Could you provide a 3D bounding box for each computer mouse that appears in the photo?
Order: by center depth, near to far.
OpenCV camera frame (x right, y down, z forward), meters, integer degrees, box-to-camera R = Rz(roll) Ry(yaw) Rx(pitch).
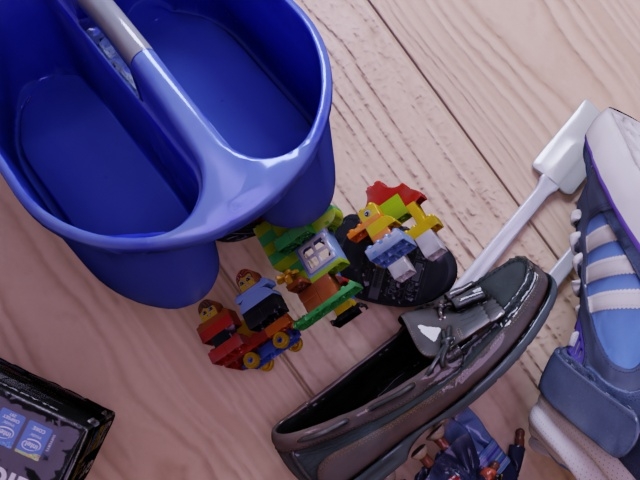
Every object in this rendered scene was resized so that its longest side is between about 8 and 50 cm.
[{"bbox_3d":[0.000,0.000,0.947,0.242,0.041,0.071,18,99,0],"label":"computer mouse"}]

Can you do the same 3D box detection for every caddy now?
[{"bbox_3d":[-0.136,-0.117,0.819,0.241,0.179,0.341,-35,63,-11],"label":"caddy"}]

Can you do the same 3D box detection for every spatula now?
[{"bbox_3d":[0.231,0.013,0.980,0.168,0.019,0.242,40,79,-2],"label":"spatula"}]

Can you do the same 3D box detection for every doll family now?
[{"bbox_3d":[0.109,0.220,0.910,0.193,0.076,0.111,-43,85,-14],"label":"doll family"}]

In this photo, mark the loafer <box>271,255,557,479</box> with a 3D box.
[{"bbox_3d":[0.076,0.102,0.890,0.267,0.096,0.084,-44,109,-2],"label":"loafer"}]

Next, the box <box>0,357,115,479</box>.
[{"bbox_3d":[-0.311,0.092,0.778,0.322,0.257,0.079,26,80,-4],"label":"box"}]

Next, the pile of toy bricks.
[{"bbox_3d":[-0.017,0.013,0.885,0.212,0.118,0.105,-35,66,14],"label":"pile of toy bricks"}]

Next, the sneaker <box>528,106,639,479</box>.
[{"bbox_3d":[0.232,0.068,0.908,0.130,0.236,0.323,19,39,-33],"label":"sneaker"}]
